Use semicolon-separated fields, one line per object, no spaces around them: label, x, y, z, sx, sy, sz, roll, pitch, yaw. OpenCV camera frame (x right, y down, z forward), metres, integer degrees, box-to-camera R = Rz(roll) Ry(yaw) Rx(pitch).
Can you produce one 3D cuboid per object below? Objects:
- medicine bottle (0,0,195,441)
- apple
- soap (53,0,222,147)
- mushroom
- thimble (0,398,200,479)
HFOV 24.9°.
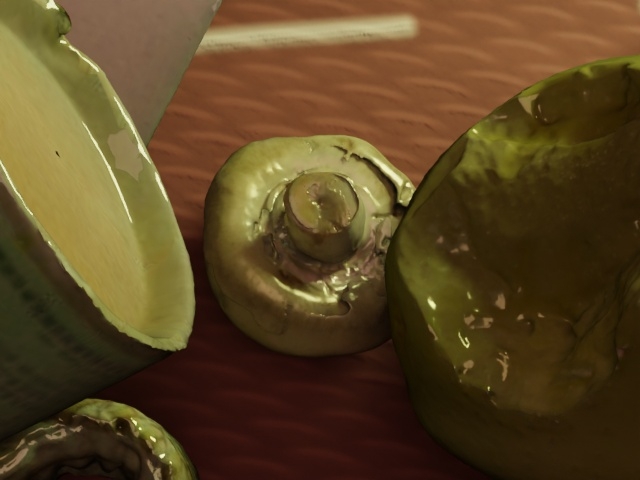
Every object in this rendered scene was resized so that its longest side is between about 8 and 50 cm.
medicine bottle;-0.297;0.042;0.790;0.406;0.236;0.236;-27;82;12
apple;0.180;0.024;0.846;0.279;0.279;0.279;1;79;-5
soap;-0.196;-0.167;0.898;0.259;0.081;0.181;31;80;-32
mushroom;0.000;0.000;0.923;0.154;0.122;0.154;3;69;-8
thimble;-0.153;0.185;0.859;0.137;0.143;0.190;37;78;2
